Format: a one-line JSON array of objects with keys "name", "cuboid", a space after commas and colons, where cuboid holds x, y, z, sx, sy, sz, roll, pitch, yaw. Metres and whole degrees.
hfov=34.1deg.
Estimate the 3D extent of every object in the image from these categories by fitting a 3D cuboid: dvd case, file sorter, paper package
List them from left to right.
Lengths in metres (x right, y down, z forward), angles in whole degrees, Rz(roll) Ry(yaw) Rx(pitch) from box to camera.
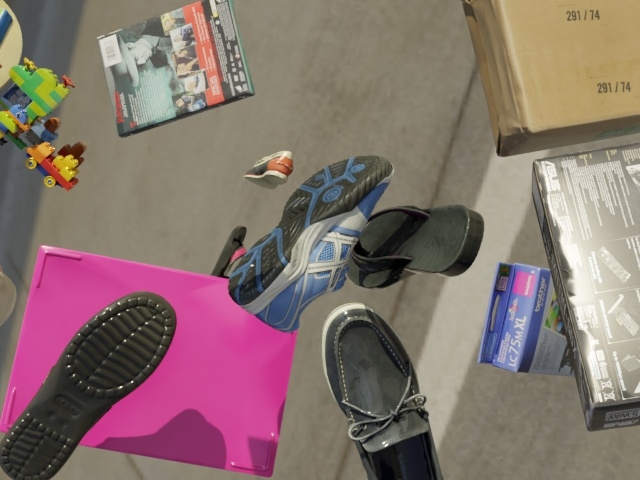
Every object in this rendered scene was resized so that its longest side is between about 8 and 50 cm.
[{"name": "file sorter", "cuboid": [-0.187, 0.143, 1.203, 0.182, 0.291, 0.202, 125, 155, -79]}, {"name": "dvd case", "cuboid": [-0.117, -0.140, 0.835, 0.120, 0.013, 0.087, -16, 83, 15]}, {"name": "paper package", "cuboid": [0.441, -0.324, 1.793, 0.168, 0.325, 0.309, 151, 107, -77]}]

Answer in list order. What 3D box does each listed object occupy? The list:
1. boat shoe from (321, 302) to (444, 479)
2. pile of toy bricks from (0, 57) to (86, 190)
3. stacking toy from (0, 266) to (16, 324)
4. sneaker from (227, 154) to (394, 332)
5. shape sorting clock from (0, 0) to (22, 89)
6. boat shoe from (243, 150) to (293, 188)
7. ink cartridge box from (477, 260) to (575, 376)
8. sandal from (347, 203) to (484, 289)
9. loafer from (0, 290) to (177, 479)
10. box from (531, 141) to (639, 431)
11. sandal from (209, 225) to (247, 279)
[{"name": "boat shoe", "cuboid": [0.139, 0.365, 2.124, 0.156, 0.187, 0.500, -174, 67, -80]}, {"name": "pile of toy bricks", "cuboid": [-0.351, -0.169, 1.280, 0.105, 0.212, 0.118, -43, 9, 9]}, {"name": "stacking toy", "cuboid": [-0.669, -0.081, 1.611, 0.350, 0.351, 0.479, -39, 56, 49]}, {"name": "sneaker", "cuboid": [0.000, 0.000, 1.041, 0.211, 0.081, 0.080, -47, 33, -11]}, {"name": "shape sorting clock", "cuboid": [-0.510, -0.268, 1.413, 0.040, 0.206, 0.206, 112, 151, -64]}, {"name": "boat shoe", "cuboid": [-0.078, -0.108, 1.594, 0.137, 0.049, 0.043, -8, 62, 67]}, {"name": "ink cartridge box", "cuboid": [0.399, 0.144, 1.848, 0.065, 0.311, 0.185, 14, 92, 45]}, {"name": "sandal", "cuboid": [0.147, -0.006, 1.989, 0.446, 0.107, 0.167, -15, 57, 63]}, {"name": "loafer", "cuboid": [-0.230, 0.135, 1.016, 0.220, 0.080, 0.078, -47, 11, -6]}, {"name": "box", "cuboid": [0.375, 0.033, 1.117, 0.076, 0.243, 0.307, 73, -172, -59]}, {"name": "sandal", "cuboid": [-0.142, 0.040, 1.687, 0.179, 0.040, 0.067, -70, -11, -55]}]
